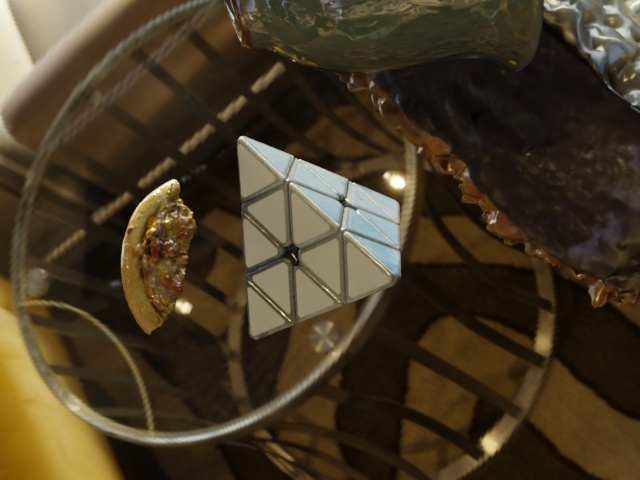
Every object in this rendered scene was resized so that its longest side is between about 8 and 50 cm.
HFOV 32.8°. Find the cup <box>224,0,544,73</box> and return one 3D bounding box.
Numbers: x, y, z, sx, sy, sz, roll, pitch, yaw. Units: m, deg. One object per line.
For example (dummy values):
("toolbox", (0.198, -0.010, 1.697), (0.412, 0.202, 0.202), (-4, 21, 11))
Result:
("cup", (0.016, -0.166, 0.600), (0.150, 0.199, 0.199), (-20, 59, -3))

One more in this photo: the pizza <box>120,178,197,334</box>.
("pizza", (-0.255, 0.021, 1.716), (0.058, 0.127, 0.246), (-4, 63, 54))

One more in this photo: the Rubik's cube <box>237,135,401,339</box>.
("Rubik's cube", (0.002, 0.001, 1.557), (0.228, 0.233, 0.229), (-1, 65, 4))

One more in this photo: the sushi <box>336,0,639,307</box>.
("sushi", (0.179, -0.129, 0.832), (0.348, 0.234, 0.207), (52, 133, 19))
